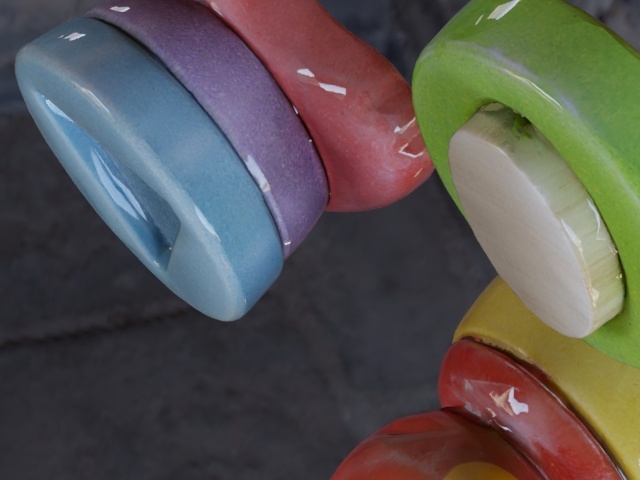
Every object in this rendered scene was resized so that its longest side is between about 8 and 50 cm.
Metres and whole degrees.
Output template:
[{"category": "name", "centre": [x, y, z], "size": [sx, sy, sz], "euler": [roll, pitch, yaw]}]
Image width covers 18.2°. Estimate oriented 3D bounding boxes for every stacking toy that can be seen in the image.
[{"category": "stacking toy", "centre": [0.000, 0.000, 0.678], "size": [0.130, 0.279, 0.309], "euler": [-39, 74, -16]}]
